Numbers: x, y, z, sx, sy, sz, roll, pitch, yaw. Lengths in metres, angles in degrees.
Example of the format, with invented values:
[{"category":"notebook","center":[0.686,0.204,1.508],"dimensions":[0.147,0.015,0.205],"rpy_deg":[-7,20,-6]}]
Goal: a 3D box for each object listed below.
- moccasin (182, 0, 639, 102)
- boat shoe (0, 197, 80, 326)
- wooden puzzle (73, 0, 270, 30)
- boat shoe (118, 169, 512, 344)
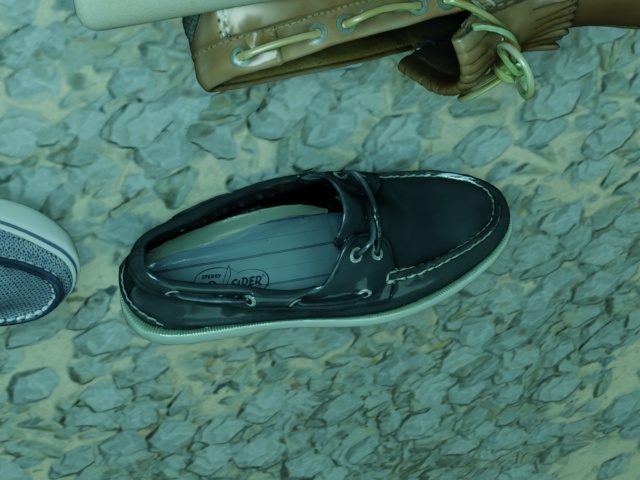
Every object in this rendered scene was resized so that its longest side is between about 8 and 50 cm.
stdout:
[{"category":"moccasin","center":[0.091,-0.159,1.195],"dimensions":[0.380,0.147,0.139],"rpy_deg":[-4,170,-24]},{"category":"boat shoe","center":[-0.316,0.053,1.179],"dimensions":[0.340,0.158,0.127],"rpy_deg":[6,134,-33]},{"category":"wooden puzzle","center":[-0.004,-0.297,0.993],"dimensions":[0.322,0.080,0.348],"rpy_deg":[-12,123,-15]},{"category":"boat shoe","center":[-0.001,-0.004,1.378],"dimensions":[0.340,0.127,0.113],"rpy_deg":[-8,153,-5]}]
